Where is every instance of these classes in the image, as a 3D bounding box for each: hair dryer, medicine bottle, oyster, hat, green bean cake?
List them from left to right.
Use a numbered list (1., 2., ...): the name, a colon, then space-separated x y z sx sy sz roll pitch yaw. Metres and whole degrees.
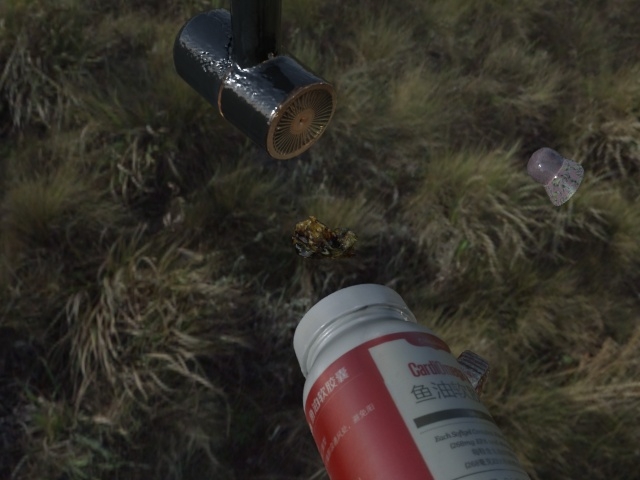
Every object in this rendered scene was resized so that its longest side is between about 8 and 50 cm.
1. hair dryer: -0.075 -0.261 0.746 0.107 0.352 0.189 -35 62 -27
2. oyster: 0.000 0.001 0.790 0.086 0.132 0.029 15 77 16
3. medicine bottle: 0.067 0.154 0.559 0.131 0.131 0.250 -6 41 -20
4. green bean cake: 0.357 0.394 1.897 0.097 0.198 0.233 28 8 16
5. hat: 0.287 -0.085 0.921 0.042 0.058 0.087 19 36 -24
